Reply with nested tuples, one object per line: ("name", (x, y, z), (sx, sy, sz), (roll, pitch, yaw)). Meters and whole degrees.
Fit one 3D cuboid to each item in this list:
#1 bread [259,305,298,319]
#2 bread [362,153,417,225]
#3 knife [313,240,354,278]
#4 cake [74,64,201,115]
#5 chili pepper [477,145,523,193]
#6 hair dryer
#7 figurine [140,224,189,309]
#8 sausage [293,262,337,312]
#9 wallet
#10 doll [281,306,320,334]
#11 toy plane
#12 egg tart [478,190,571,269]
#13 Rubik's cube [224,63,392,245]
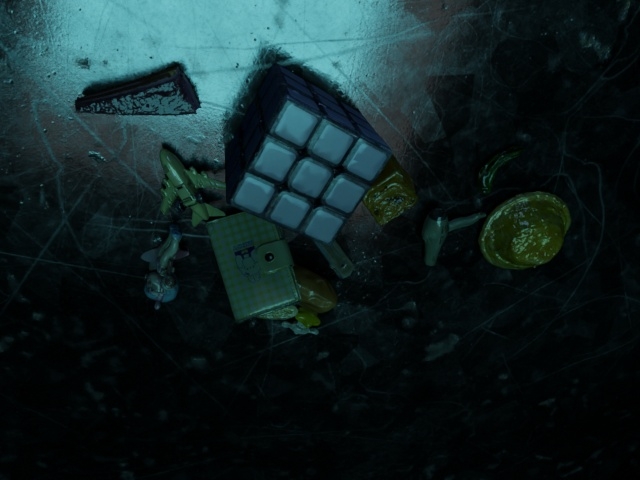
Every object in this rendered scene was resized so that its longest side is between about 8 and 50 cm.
("bread", (-0.157, 0.215, 1.629), (0.140, 0.178, 0.060), (7, 89, -15))
("bread", (0.191, -0.156, 1.486), (0.149, 0.143, 0.158), (-27, 123, 13))
("knife", (-0.001, -0.004, 1.605), (0.089, 0.043, 0.365), (-33, 124, 10))
("cake", (-0.447, -0.357, 1.245), (0.295, 0.116, 0.112), (-8, 119, -10))
("chili pepper", (0.543, -0.227, 1.569), (0.073, 0.050, 0.182), (34, 107, -20))
("hair dryer", (0.414, -0.009, 1.680), (0.225, 0.088, 0.219), (-1, 130, -29))
("figurine", (-0.443, 0.086, 1.503), (0.103, 0.205, 0.260), (1, 122, -41))
("sausage", (-0.047, 0.155, 1.644), (0.241, 0.136, 0.120), (30, 105, -31))
("wallet", (-0.194, 0.067, 1.502), (0.223, 0.077, 0.309), (-17, 88, -1))
("doll", (-0.054, 0.295, 1.772), (0.113, 0.071, 0.135), (-34, 127, 20))
("toy plane", (-0.371, -0.144, 1.410), (0.229, 0.092, 0.244), (-18, 128, 17))
("egg tart", (0.692, -0.014, 1.689), (0.319, 0.128, 0.318), (-4, 121, -7))
("Rubik's cube", (-0.048, -0.219, 1.299), (0.304, 0.305, 0.301), (23, 115, -25))
